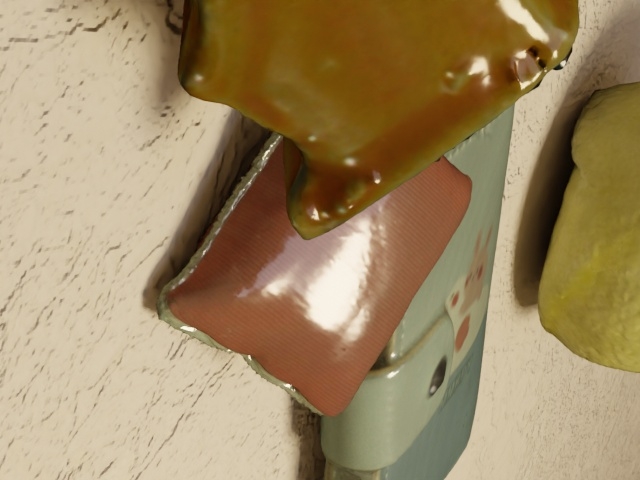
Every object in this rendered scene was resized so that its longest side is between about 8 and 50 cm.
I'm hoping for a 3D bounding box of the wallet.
[{"bbox_3d":[0.074,0.064,1.052,0.252,0.083,0.360,-48,147,-50],"label":"wallet"}]

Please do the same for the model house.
[{"bbox_3d":[0.006,-0.178,0.658,0.239,0.173,0.268,38,42,-52],"label":"model house"}]

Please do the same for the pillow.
[{"bbox_3d":[0.000,0.000,0.828,0.171,0.075,0.179,38,82,-43],"label":"pillow"}]

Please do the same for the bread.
[{"bbox_3d":[0.353,-0.010,1.379,0.320,0.237,0.320,-40,142,-42],"label":"bread"}]
